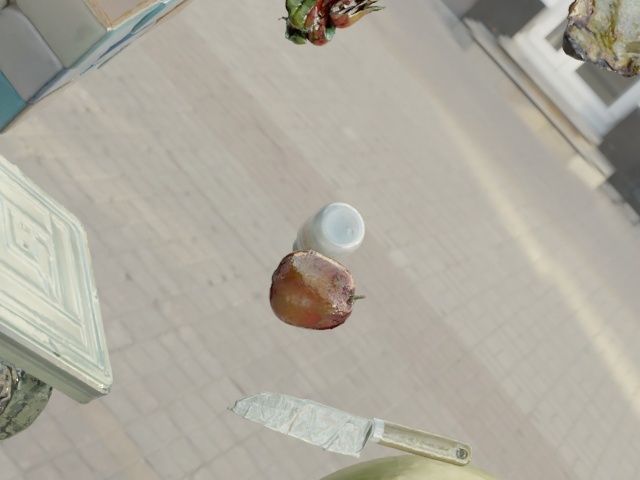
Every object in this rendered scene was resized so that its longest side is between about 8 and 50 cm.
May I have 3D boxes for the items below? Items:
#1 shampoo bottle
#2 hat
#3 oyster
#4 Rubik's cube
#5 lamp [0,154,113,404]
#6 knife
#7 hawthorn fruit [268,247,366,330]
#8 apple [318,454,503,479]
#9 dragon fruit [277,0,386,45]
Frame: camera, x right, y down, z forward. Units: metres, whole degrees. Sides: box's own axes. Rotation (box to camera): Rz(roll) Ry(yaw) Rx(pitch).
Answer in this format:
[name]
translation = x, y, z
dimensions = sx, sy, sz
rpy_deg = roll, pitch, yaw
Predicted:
[shampoo bottle]
translation = 0.000, 0.000, 1.483
dimensions = 0.074, 0.074, 0.192
rpy_deg = 46, -20, -5
[hat]
translation = -0.533, 0.218, 1.623
dimensions = 0.265, 0.265, 0.128
rpy_deg = 42, 5, -15
[oyster]
translation = 0.473, -0.420, 1.634
dimensions = 0.221, 0.361, 0.096
rpy_deg = 11, -8, -21
[Rubik's cube]
translation = -0.369, -0.414, 1.489
dimensions = 0.347, 0.346, 0.344
rpy_deg = 54, 47, -12
[lamp]
translation = -0.334, 0.025, 1.198
dimensions = 0.269, 0.047, 0.266
rpy_deg = 48, 18, -52
[knife]
translation = 0.038, 0.197, 1.089
dimensions = 0.298, 0.047, 0.017
rpy_deg = 21, -6, -30
[hawthorn fruit]
translation = -0.006, 0.045, 0.937
dimensions = 0.077, 0.077, 0.077
rpy_deg = 40, 20, -18
[apple]
translation = 0.112, 0.531, 1.524
dimensions = 0.473, 0.473, 0.473
rpy_deg = 40, 20, -18
[dragon fruit]
translation = 0.009, -0.294, 1.182
dimensions = 0.142, 0.175, 0.138
rpy_deg = 32, 11, 7
